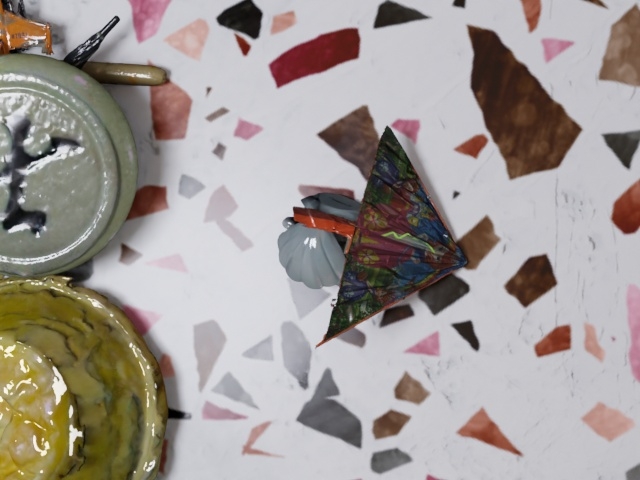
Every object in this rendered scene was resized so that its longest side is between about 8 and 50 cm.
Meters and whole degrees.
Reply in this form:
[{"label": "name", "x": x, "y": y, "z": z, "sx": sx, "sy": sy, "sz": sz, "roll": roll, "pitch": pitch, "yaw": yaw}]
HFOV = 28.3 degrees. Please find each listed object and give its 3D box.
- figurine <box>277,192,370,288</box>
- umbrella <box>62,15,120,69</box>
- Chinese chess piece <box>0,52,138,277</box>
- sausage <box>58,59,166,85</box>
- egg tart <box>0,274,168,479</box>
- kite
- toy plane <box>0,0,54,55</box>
[{"label": "figurine", "x": 0.000, "y": 0.000, "z": 1.270, "sx": 0.094, "sy": 0.082, "sz": 0.086, "roll": 24, "pitch": 111, "yaw": 22}, {"label": "umbrella", "x": -0.299, "y": -0.137, "z": 1.338, "sx": 0.269, "sy": 0.044, "sz": 0.044, "roll": -39, "pitch": 107, "yaw": 13}, {"label": "Chinese chess piece", "x": -0.299, "y": -0.071, "z": 1.288, "sx": 0.237, "sy": 0.092, "sz": 0.238, "roll": 0, "pitch": 105, "yaw": -1}, {"label": "sausage", "x": -0.226, "y": -0.176, "z": 1.339, "sx": 0.132, "sy": 0.024, "sz": 0.024, "roll": 4, "pitch": 90, "yaw": 13}, {"label": "egg tart", "x": -0.311, "y": 0.189, "z": 1.303, "sx": 0.314, "sy": 0.120, "sz": 0.315, "roll": 0, "pitch": 89, "yaw": 13}, {"label": "kite", "x": 0.059, "y": 0.003, "z": 1.238, "sx": 0.189, "sy": 0.009, "sz": 0.232, "roll": 17, "pitch": 77, "yaw": -15}, {"label": "toy plane", "x": -0.349, "y": -0.244, "z": 1.349, "sx": 0.135, "sy": 0.062, "sz": 0.188, "roll": -5, "pitch": 83, "yaw": 13}]
